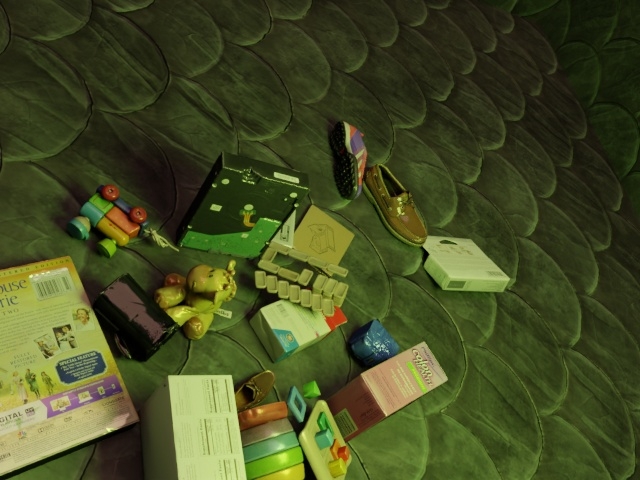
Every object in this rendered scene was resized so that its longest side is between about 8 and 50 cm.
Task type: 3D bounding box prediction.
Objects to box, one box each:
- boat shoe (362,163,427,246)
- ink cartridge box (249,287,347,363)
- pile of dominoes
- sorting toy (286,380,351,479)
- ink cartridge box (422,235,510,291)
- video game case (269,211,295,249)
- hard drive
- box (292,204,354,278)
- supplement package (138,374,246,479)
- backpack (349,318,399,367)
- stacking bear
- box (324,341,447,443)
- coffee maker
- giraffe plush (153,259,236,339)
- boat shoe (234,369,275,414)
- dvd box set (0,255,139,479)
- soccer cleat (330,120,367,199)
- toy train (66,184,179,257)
[{"bbox_3d":[0.251,-0.117,2.212,0.110,0.104,0.307,-28,72,-43],"label":"boat shoe"},{"bbox_3d":[-0.055,0.215,1.788,0.231,0.078,0.134,-19,69,-41],"label":"ink cartridge box"},{"bbox_3d":[-0.054,0.112,1.814,0.251,0.040,0.196,21,39,7],"label":"pile of dominoes"},{"bbox_3d":[0.026,0.486,1.576,0.348,0.047,0.196,66,16,-4],"label":"sorting toy"},{"bbox_3d":[0.460,0.076,2.258,0.275,0.060,0.239,4,31,-31],"label":"ink cartridge box"},{"bbox_3d":[-0.173,-0.088,1.960,0.206,0.026,0.227,16,51,-16],"label":"video game case"},{"bbox_3d":[-0.205,-0.077,1.723,0.236,0.339,0.064,12,50,-26],"label":"hard drive"},{"bbox_3d":[0.000,0.000,2.028,0.164,0.021,0.201,37,46,-5],"label":"box"},{"bbox_3d":[-0.269,0.438,1.390,0.145,0.204,0.262,7,54,-31],"label":"supplement package"},{"bbox_3d":[0.148,0.298,1.854,0.120,0.098,0.101,46,43,-9],"label":"backpack"},{"bbox_3d":[-0.108,0.517,1.481,0.164,0.175,0.289,0,66,-48],"label":"stacking bear"},{"bbox_3d":[0.159,0.387,1.710,0.242,0.213,0.117,-18,69,-42],"label":"box"},{"bbox_3d":[-0.411,0.164,1.521,0.178,0.171,0.120,44,35,0],"label":"coffee maker"},{"bbox_3d":[-0.282,0.128,1.636,0.210,0.170,0.182,5,55,-31],"label":"giraffe plush"},{"bbox_3d":[-0.166,0.366,1.614,0.064,0.060,0.178,50,45,8],"label":"boat shoe"},{"bbox_3d":[-0.603,0.250,1.407,0.307,0.062,0.421,-15,68,-40],"label":"dvd box set"},{"bbox_3d":[0.114,-0.263,2.245,0.116,0.108,0.318,15,48,-30],"label":"soccer cleat"},{"bbox_3d":[-0.487,-0.010,1.658,0.248,0.105,0.143,40,55,-3],"label":"toy train"}]
